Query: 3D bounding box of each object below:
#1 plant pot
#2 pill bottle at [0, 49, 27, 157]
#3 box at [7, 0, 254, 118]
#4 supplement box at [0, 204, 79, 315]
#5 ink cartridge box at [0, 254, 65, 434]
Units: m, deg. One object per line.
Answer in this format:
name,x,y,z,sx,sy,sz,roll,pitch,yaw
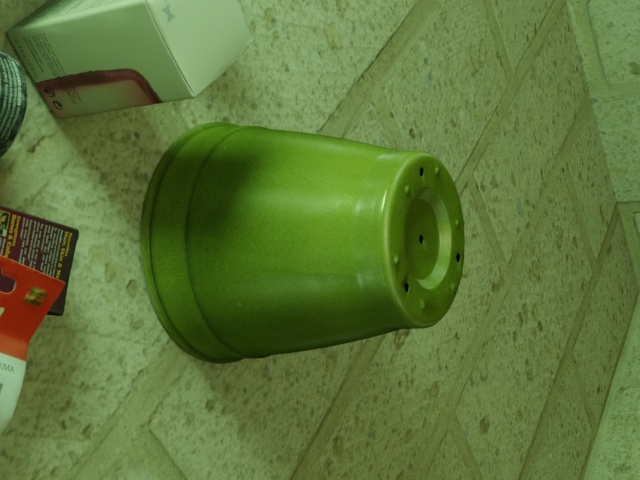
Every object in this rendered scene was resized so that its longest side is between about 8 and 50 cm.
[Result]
plant pot,0.000,0.000,1.348,0.366,0.353,0.366,3,87,-56
pill bottle,-0.421,-0.159,0.923,0.246,0.130,0.130,16,76,-55
box,-0.223,-0.243,1.127,0.148,0.232,0.126,-54,131,-41
supplement box,-0.368,0.016,1.040,0.188,0.081,0.104,23,70,-53
ink cartridge box,-0.378,0.123,0.962,0.232,0.066,0.189,-53,141,3
